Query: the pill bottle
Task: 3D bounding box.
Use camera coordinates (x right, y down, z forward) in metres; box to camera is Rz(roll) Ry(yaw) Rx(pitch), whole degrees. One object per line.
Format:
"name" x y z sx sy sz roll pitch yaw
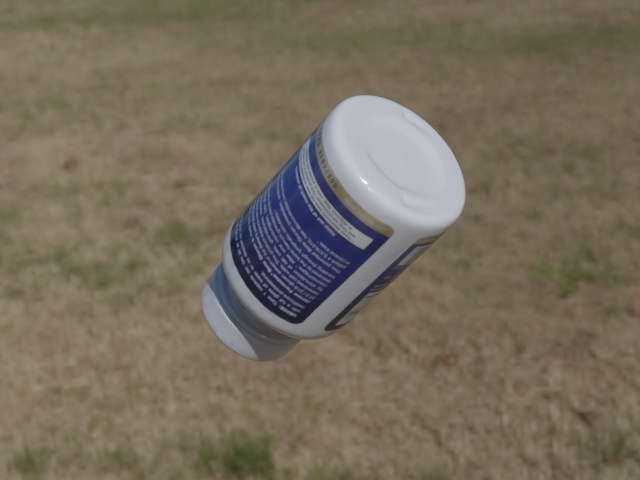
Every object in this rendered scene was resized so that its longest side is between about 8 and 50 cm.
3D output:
"pill bottle" 0.000 0.000 0.821 0.094 0.094 0.169 -27 -15 -51
